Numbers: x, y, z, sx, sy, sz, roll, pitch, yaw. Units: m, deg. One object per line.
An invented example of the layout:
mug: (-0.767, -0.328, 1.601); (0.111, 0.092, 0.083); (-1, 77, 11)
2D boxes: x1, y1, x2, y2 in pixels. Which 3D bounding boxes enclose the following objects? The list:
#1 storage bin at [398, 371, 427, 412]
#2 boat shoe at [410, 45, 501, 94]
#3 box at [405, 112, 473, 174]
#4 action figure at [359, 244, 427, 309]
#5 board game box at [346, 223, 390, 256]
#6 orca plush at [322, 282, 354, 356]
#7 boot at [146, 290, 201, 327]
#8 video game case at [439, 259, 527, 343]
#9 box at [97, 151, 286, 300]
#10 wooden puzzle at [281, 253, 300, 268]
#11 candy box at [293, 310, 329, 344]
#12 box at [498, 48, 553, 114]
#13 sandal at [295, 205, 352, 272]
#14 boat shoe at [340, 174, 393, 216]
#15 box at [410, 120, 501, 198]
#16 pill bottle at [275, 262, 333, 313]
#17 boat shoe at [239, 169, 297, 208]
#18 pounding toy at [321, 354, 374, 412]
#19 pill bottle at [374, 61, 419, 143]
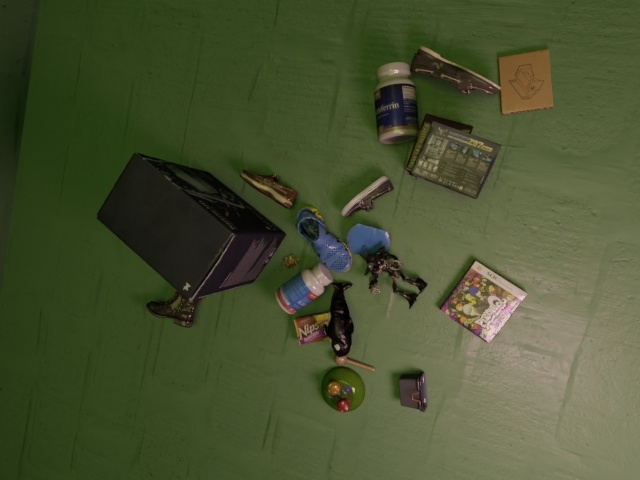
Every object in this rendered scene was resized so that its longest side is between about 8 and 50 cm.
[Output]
storage bin: (0.349, 0.577, 1.537); (0.091, 0.098, 0.135); (-6, 90, 27)
boat shoe: (0.478, -0.587, 1.453); (0.335, 0.112, 0.095); (36, 119, 18)
box: (0.420, -0.316, 1.439); (0.167, 0.168, 0.203); (20, 97, 14)
action figure: (0.258, 0.127, 1.520); (0.276, 0.141, 0.164); (35, 113, 11)
board game box: (0.188, 0.000, 1.585); (0.169, 0.033, 0.133); (16, 119, 6)
orca plush: (0.102, 0.302, 1.564); (0.102, 0.151, 0.287); (-17, 55, 51)
boot: (-0.642, 0.250, 1.828); (0.263, 0.091, 0.228); (19, 92, 11)
video game case: (0.590, 0.223, 1.474); (0.210, 0.042, 0.232); (36, 101, 14)
box: (-0.463, -0.052, 1.554); (0.480, 0.472, 0.297); (38, 102, 11)
wooden puzzle: (-0.128, 0.089, 1.701); (0.083, 0.006, 0.049); (-25, 85, 16)
candy box: (-0.007, 0.354, 1.651); (0.187, 0.053, 0.109); (-13, 88, 15)
box: (0.720, -0.556, 1.419); (0.165, 0.021, 0.201); (-4, 90, 16)
sandal: (0.000, 0.000, 1.594); (0.126, 0.138, 0.317); (-43, 82, 11)
boat shoe: (0.185, -0.154, 1.567); (0.228, 0.080, 0.076); (-38, 80, 7)
box: (0.437, -0.262, 1.318); (0.233, 0.059, 0.183); (23, 99, 12)
pill bottle: (-0.064, 0.189, 1.624); (0.221, 0.124, 0.124); (-37, 82, 15)
boat shoe: (-0.210, -0.234, 1.679); (0.257, 0.095, 0.095); (33, 87, 7)
pounding toy: (0.089, 0.584, 1.601); (0.183, 0.110, 0.236); (24, 99, 14)
pill bottle: (0.276, -0.500, 1.484); (0.153, 0.153, 0.264); (-5, 90, 17)
